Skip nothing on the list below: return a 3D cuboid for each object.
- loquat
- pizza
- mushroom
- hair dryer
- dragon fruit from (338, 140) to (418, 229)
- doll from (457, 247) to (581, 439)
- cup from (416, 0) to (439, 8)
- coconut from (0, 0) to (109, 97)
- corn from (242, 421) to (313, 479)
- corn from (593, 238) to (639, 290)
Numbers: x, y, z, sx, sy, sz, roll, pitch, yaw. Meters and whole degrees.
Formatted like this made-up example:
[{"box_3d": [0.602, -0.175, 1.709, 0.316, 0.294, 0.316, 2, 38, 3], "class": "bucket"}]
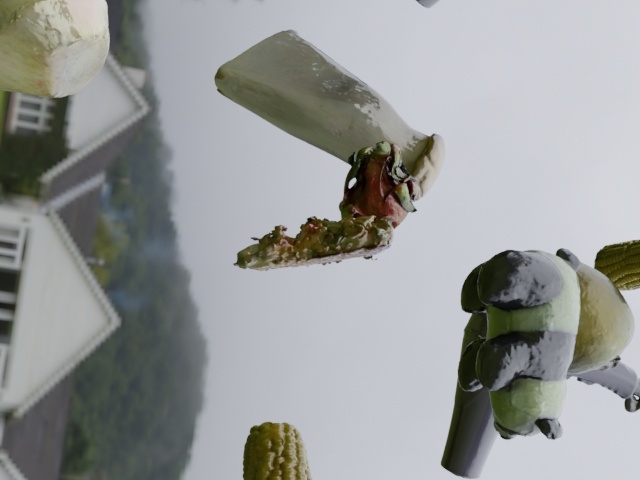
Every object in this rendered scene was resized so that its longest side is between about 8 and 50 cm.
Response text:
[{"box_3d": [0.319, 0.094, 1.793, 0.152, 0.195, 0.152, -47, 173, -8], "class": "loquat"}, {"box_3d": [0.000, 0.000, 1.938, 0.147, 0.226, 0.069, 12, 69, -74], "class": "pizza"}, {"box_3d": [0.025, -0.216, 2.310, 0.137, 0.407, 0.154, -56, -175, 41], "class": "mushroom"}, {"box_3d": [0.363, 0.230, 2.046, 0.121, 0.361, 0.301, -142, -112, -70], "class": "hair dryer"}, {"box_3d": [0.082, -0.074, 2.098, 0.138, 0.142, 0.175, 18, -58, 45], "class": "dragon fruit"}, {"box_3d": [0.235, 0.119, 1.611, 0.143, 0.135, 0.234, 129, -33, -84], "class": "doll"}, {"box_3d": [0.181, -0.406, 1.837, 0.177, 0.166, 0.239, -32, -132, 20], "class": "cup"}, {"box_3d": [-0.480, -0.359, 2.245, 0.259, 0.259, 0.259, -171, -90, -73], "class": "coconut"}, {"box_3d": [-0.057, 0.431, 1.959, 0.120, 0.120, 0.363, 123, -34, -52], "class": "corn"}, {"box_3d": [0.462, 0.029, 1.892, 0.203, 0.072, 0.072, -15, -114, 55], "class": "corn"}]
